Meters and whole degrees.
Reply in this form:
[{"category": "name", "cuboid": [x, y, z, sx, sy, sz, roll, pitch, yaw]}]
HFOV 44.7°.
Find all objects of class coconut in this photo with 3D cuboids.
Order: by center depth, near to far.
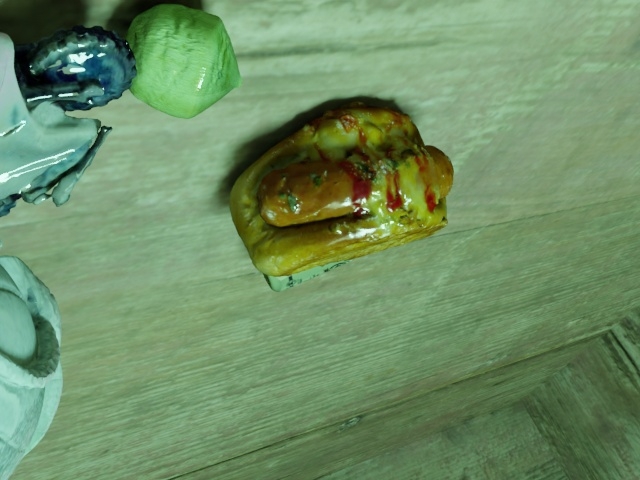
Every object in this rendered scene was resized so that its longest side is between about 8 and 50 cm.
[{"category": "coconut", "cuboid": [-0.107, -0.139, 0.609, 0.096, 0.087, 0.088, 18, 136, -17]}]

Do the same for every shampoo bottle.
[{"category": "shampoo bottle", "cuboid": [0.000, 0.000, 0.972, 0.162, 0.079, 0.079, -23, 154, -10]}]

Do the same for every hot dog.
[{"category": "hot dog", "cuboid": [0.038, -0.057, 0.841, 0.257, 0.150, 0.153, -14, 162, -25]}]

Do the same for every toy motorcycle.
[{"category": "toy motorcycle", "cuboid": [-0.266, -0.077, 0.542, 0.204, 0.108, 0.239, -3, 136, -55]}]

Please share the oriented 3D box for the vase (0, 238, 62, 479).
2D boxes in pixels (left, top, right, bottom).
[{"category": "vase", "cuboid": [-0.317, 0.108, 0.600, 0.250, 0.249, 0.445, -20, 173, -15]}]
